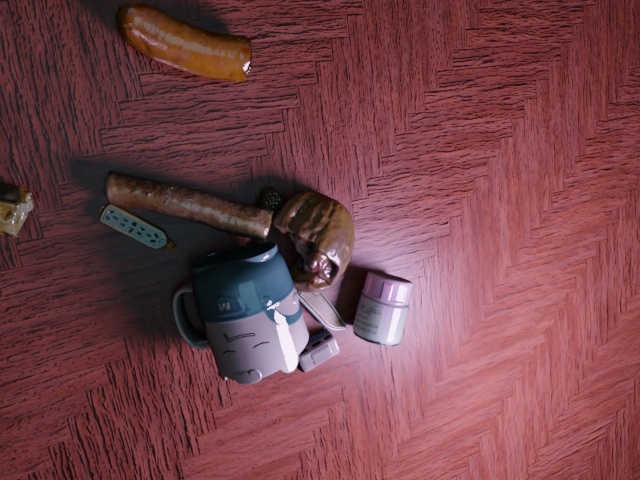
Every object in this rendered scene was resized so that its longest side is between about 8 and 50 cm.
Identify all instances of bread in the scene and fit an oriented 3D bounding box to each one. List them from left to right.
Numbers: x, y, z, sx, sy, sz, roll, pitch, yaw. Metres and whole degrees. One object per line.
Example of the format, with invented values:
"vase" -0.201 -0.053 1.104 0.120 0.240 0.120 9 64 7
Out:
"bread" -0.682 -0.083 0.796 0.269 0.087 0.098 16 96 -22

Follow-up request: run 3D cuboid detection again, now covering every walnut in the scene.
"walnut" 0.009 -0.001 1.035 0.204 0.141 0.238 -30 117 -35

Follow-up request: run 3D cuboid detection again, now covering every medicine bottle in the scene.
"medicine bottle" 0.164 0.175 1.148 0.135 0.135 0.169 11 96 -23

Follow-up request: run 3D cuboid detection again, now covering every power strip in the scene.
"power strip" -0.392 -0.023 0.953 0.178 0.028 0.049 32 86 -24

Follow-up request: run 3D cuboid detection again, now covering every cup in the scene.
"cup" -0.187 0.155 0.977 0.289 0.219 0.258 -11 106 14

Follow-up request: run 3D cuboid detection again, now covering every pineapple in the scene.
"pineapple" -0.144 -0.070 1.038 0.124 0.058 0.058 -43 111 3

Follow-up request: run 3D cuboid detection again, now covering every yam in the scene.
"yam" -0.277 -0.071 0.942 0.356 0.081 0.081 13 94 -13

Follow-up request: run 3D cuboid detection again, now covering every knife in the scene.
"knife" -0.042 0.120 1.112 0.343 0.027 0.061 50 65 -19

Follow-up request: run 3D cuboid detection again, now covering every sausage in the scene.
"sausage" -0.275 -0.401 0.900 0.270 0.109 0.109 11 94 -23

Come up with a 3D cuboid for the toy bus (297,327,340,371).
"toy bus" -0.015 0.286 1.127 0.122 0.075 0.060 -27 107 -16
